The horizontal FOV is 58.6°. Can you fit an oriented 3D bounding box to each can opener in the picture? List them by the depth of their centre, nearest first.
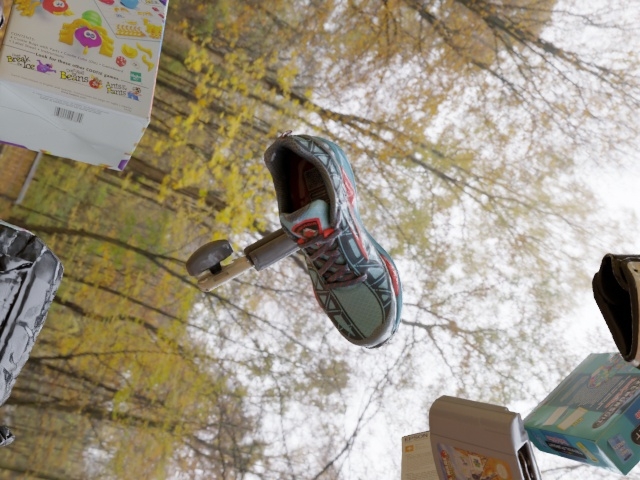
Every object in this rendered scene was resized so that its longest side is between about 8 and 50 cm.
[{"bbox_3d":[-0.135,0.011,1.167,0.284,0.095,0.076,-30,-155,-14],"label":"can opener"}]

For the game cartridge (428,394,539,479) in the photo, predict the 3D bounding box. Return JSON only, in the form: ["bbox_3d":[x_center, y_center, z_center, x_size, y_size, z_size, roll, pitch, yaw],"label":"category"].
[{"bbox_3d":[0.301,0.432,1.035,0.198,0.062,0.296,-7,-77,47],"label":"game cartridge"}]

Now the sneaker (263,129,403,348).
[{"bbox_3d":[0.000,0.000,0.629,0.104,0.125,0.261,-29,-106,22],"label":"sneaker"}]

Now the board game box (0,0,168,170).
[{"bbox_3d":[-0.260,-0.243,0.641,0.142,0.145,0.275,-29,-127,56],"label":"board game box"}]

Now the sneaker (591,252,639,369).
[{"bbox_3d":[0.609,0.026,0.911,0.447,0.258,0.169,-61,175,-18],"label":"sneaker"}]

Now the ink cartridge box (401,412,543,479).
[{"bbox_3d":[0.355,0.566,1.359,0.325,0.071,0.330,-16,-164,14],"label":"ink cartridge box"}]

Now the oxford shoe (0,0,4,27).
[{"bbox_3d":[-0.419,-0.292,0.662,0.096,0.098,0.271,-58,-152,3],"label":"oxford shoe"}]

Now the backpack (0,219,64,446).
[{"bbox_3d":[-0.281,0.062,0.415,0.115,0.152,0.181,15,-108,24],"label":"backpack"}]

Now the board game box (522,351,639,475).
[{"bbox_3d":[0.574,0.332,1.149,0.254,0.079,0.336,-39,173,-11],"label":"board game box"}]
